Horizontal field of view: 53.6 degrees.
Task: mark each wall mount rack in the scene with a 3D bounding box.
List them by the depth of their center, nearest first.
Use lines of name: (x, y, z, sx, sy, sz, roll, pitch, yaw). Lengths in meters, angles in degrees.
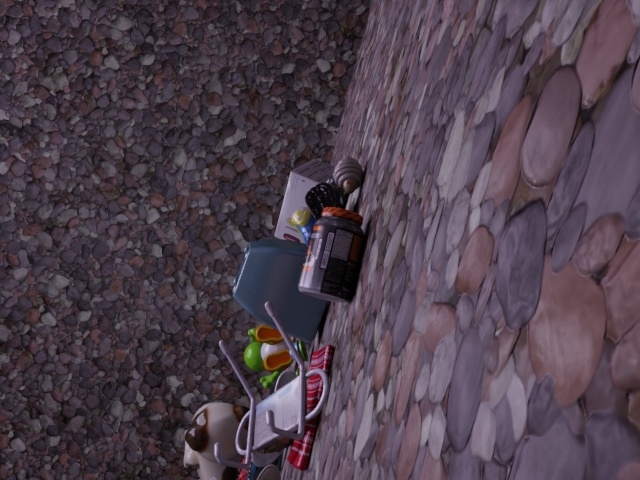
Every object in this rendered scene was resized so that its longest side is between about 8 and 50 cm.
wall mount rack: (-0.133, 0.330, 1.427, 0.350, 0.130, 0.304, -40, 36, 35)

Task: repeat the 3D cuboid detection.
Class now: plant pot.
plant pot: (-0.115, 0.117, 1.832, 0.248, 0.252, 0.247, -133, 63, -79)

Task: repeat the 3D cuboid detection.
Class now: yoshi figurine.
yoshi figurine: (-0.193, 0.406, 2.256, 0.203, 0.203, 0.362, -58, -6, -16)

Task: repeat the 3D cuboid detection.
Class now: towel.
towel: (-0.023, 0.379, 1.451, 0.199, 0.031, 0.274, 121, 164, -75)

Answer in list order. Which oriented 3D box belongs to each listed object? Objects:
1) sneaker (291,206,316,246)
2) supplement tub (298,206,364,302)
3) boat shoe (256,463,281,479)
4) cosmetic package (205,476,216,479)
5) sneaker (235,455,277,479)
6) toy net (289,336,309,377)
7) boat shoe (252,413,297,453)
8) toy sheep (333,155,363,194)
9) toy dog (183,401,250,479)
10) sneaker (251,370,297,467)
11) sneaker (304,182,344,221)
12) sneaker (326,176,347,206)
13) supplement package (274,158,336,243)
sneaker: (0.000, 0.000, 1.807, 0.240, 0.091, 0.126, 31, -149, -54)
supplement tub: (0.027, 0.031, 1.368, 0.117, 0.117, 0.190, 122, 162, -78)
boat shoe: (-0.158, 0.723, 1.800, 0.065, 0.075, 0.206, -117, 37, -80)
cosmetic package: (-0.296, 0.858, 1.796, 0.160, 0.113, 0.309, -3, 102, 67)
sneaker: (-0.187, 0.733, 1.896, 0.104, 0.125, 0.262, -46, 15, 31)
toy net: (-0.054, 0.347, 1.971, 0.232, 0.045, 0.122, -66, -42, -81)
boat shoe: (-0.109, 0.506, 1.667, 0.341, 0.110, 0.121, 82, -166, -76)
toy sheep: (0.075, -0.181, 1.730, 0.091, 0.091, 0.132, 109, 158, -51)
toy dog: (-0.329, 0.729, 2.113, 0.395, 0.285, 0.407, -136, 36, -65)
sneaker: (-0.132, 0.547, 1.959, 0.147, 0.105, 0.295, 110, 179, -78)
sneaker: (0.047, -0.026, 1.672, 0.124, 0.107, 0.283, 51, -161, -41)
sneaker: (0.042, -0.109, 2.065, 0.234, 0.078, 0.106, 103, 176, -54)
supplement package: (-0.032, -0.129, 2.274, 0.204, 0.145, 0.261, -41, -29, -59)
